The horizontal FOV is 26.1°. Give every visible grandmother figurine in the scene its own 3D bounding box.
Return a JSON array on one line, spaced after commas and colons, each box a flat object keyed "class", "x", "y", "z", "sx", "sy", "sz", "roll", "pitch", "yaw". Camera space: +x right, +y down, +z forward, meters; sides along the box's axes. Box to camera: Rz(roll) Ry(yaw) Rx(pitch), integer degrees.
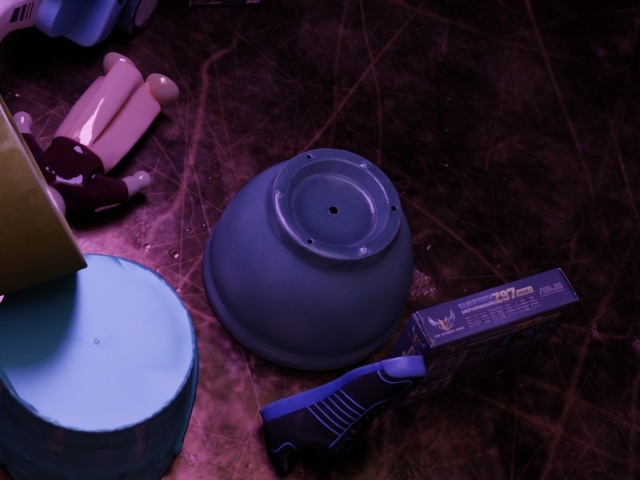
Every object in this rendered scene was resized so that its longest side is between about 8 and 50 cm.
[{"class": "grandmother figurine", "x": -0.336, "y": -0.117, "z": 1.896, "sx": 0.208, "sy": 0.104, "sz": 0.342, "roll": 21, "pitch": 52, "yaw": 8}]

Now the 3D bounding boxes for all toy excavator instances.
[{"class": "toy excavator", "x": -0.394, "y": -0.358, "z": 1.917, "sx": 0.222, "sy": 0.433, "sz": 0.445, "roll": 31, "pitch": 21, "yaw": 5}]

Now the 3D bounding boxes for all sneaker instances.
[{"class": "sneaker", "x": 0.036, "y": 0.219, "z": 1.742, "sx": 0.232, "sy": 0.081, "sz": 0.090, "roll": -24, "pitch": 73, "yaw": 19}]

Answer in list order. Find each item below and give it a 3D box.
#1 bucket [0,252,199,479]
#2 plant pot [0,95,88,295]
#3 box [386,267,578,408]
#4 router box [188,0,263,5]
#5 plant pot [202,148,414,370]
[{"class": "bucket", "x": -0.281, "y": 0.160, "z": 1.678, "sx": 0.281, "sy": 0.183, "sz": 0.281, "roll": 7, "pitch": 56, "yaw": -11}, {"class": "plant pot", "x": -0.454, "y": -0.025, "z": 1.545, "sx": 0.293, "sy": 0.275, "sz": 0.275, "roll": -28, "pitch": 68, "yaw": -8}, {"class": "box", "x": 0.206, "y": 0.131, "z": 1.835, "sx": 0.232, "sy": 0.183, "sz": 0.059, "roll": -16, "pitch": 64, "yaw": -23}, {"class": "router box", "x": -0.155, "y": -0.416, "z": 2.173, "sx": 0.122, "sy": 0.038, "sz": 0.092, "roll": -6, "pitch": 61, "yaw": -19}, {"class": "plant pot", "x": 0.000, "y": 0.000, "z": 1.854, "sx": 0.293, "sy": 0.196, "sz": 0.293, "roll": 7, "pitch": 56, "yaw": -11}]
